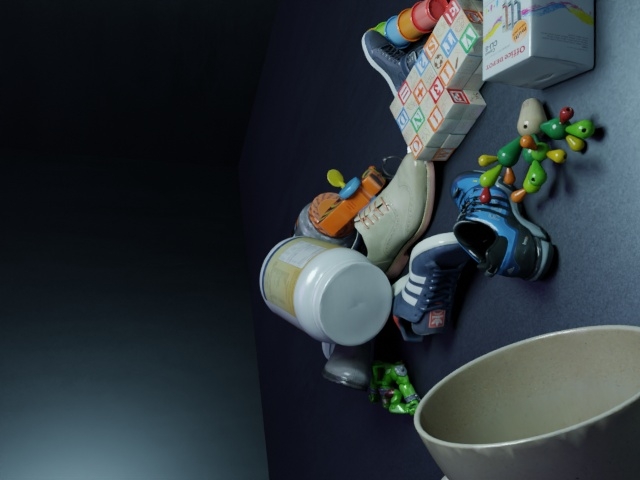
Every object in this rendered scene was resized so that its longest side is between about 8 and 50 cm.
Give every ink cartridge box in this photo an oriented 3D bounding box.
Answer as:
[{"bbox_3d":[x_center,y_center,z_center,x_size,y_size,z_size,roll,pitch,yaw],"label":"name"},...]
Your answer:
[{"bbox_3d":[0.355,-0.355,0.935,0.128,0.127,0.176,171,100,-71],"label":"ink cartridge box"}]

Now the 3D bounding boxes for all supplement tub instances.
[{"bbox_3d":[0.000,0.000,1.832,0.316,0.194,0.193,119,148,-51],"label":"supplement tub"},{"bbox_3d":[0.007,0.119,1.390,0.316,0.228,0.228,17,104,60],"label":"supplement tub"}]

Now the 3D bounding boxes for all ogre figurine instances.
[{"bbox_3d":[0.176,0.362,1.417,0.197,0.097,0.118,174,87,-82],"label":"ogre figurine"}]

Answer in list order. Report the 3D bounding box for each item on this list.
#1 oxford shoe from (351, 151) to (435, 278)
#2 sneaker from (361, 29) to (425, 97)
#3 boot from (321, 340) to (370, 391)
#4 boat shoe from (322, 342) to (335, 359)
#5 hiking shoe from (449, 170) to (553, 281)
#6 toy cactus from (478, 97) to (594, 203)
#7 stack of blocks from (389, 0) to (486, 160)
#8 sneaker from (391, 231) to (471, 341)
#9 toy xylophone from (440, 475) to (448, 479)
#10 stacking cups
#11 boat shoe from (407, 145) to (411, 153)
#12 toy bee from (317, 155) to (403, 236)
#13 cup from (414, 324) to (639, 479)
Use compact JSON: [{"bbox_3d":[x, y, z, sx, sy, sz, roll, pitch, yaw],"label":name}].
[{"bbox_3d":[0.168,-0.052,1.405,0.140,0.146,0.397,-109,27,-48],"label":"oxford shoe"},{"bbox_3d":[0.199,-0.453,1.380,0.226,0.086,0.163,56,158,5],"label":"sneaker"},{"bbox_3d":[0.093,0.246,1.465,0.338,0.118,0.222,-135,65,-87],"label":"boot"},{"bbox_3d":[0.060,0.290,1.789,0.081,0.079,0.227,-121,41,-66],"label":"boat shoe"},{"bbox_3d":[0.299,-0.045,1.047,0.304,0.132,0.113,-114,32,-53],"label":"hiking shoe"},{"bbox_3d":[0.349,-0.167,0.961,0.219,0.112,0.180,-46,27,54],"label":"toy cactus"},{"bbox_3d":[0.273,-0.331,1.205,0.297,0.087,0.171,119,140,-48],"label":"stack of blocks"},{"bbox_3d":[0.244,0.113,1.210,0.350,0.131,0.148,105,162,-59],"label":"sneaker"},{"bbox_3d":[0.290,0.575,1.067,0.236,0.081,0.322,130,138,-61],"label":"toy xylophone"},{"bbox_3d":[0.220,-0.534,1.447,0.316,0.096,0.096,-168,82,-66],"label":"stacking cups"},{"bbox_3d":[0.240,-0.267,1.391,0.040,0.049,0.142,13,-93,-66],"label":"boat shoe"},{"bbox_3d":[0.128,-0.133,1.584,0.195,0.298,0.162,63,-158,-20],"label":"toy bee"},{"bbox_3d":[0.320,0.285,0.741,0.237,0.331,0.331,67,160,-2],"label":"cup"}]
